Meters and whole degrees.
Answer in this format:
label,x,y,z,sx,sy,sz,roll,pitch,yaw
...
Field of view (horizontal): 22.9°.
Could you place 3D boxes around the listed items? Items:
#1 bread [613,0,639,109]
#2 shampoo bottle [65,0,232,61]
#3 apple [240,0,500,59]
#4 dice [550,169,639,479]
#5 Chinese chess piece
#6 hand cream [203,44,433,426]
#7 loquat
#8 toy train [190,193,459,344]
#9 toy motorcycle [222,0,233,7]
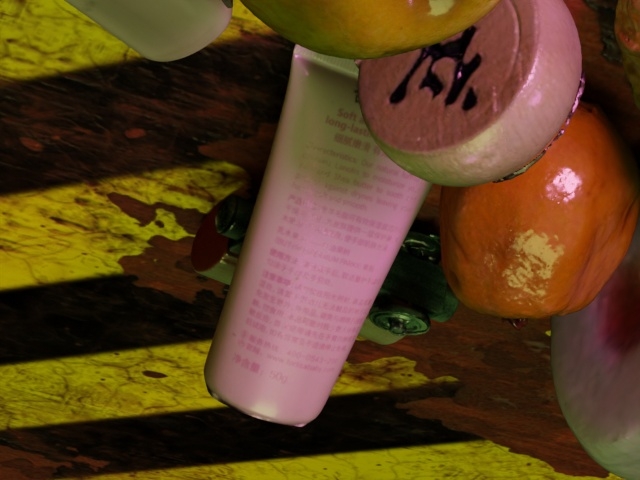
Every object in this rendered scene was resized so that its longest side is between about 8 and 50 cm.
label,x,y,z,sx,sy,sz,roll,pitch,yaw
bread,0.318,-0.144,1.339,0.128,0.088,0.232,1,155,21
shampoo bottle,-0.177,-0.225,1.295,0.108,0.051,0.221,-18,143,37
apple,0.028,-0.244,1.057,0.246,0.226,0.246,-6,148,-4
dice,0.393,0.084,1.506,0.262,0.265,0.268,13,153,-22
Chinese chess piece,0.118,-0.137,1.274,0.188,0.188,0.083,-18,149,33
hand cream,0.000,0.000,1.469,0.185,0.118,0.359,17,105,-17
loquat,0.193,-0.023,1.441,0.187,0.176,0.234,-6,123,-32
toy train,0.001,0.031,1.653,0.285,0.116,0.177,22,156,-26
toy motorcycle,-0.098,-0.251,1.210,0.122,0.082,0.213,-12,143,23
